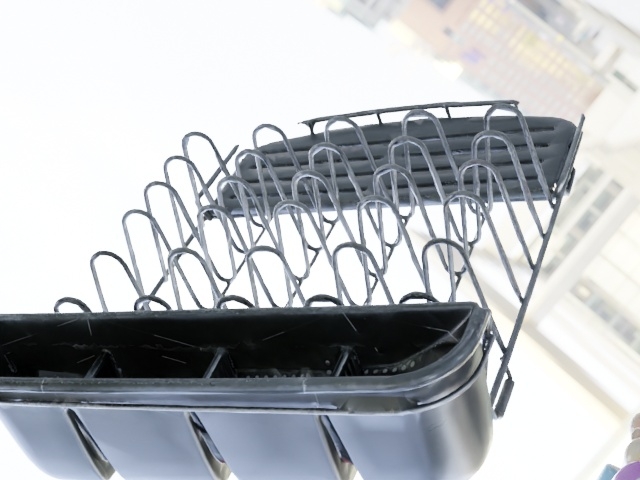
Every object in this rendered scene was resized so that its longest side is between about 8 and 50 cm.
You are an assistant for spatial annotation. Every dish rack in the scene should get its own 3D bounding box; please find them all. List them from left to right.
[{"bbox_3d":[0.000,0.000,0.583,0.271,0.208,0.074,-60,-39,-49],"label":"dish rack"}]

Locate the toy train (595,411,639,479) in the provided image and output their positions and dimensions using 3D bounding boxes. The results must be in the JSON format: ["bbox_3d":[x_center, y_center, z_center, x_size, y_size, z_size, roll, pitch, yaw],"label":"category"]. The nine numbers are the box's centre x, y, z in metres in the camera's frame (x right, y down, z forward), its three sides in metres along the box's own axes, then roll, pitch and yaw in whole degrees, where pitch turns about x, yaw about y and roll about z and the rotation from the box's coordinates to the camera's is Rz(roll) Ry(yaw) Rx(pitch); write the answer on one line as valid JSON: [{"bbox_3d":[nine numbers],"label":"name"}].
[{"bbox_3d":[0.095,0.119,0.457,0.046,0.166,0.125,33,-179,12],"label":"toy train"}]
